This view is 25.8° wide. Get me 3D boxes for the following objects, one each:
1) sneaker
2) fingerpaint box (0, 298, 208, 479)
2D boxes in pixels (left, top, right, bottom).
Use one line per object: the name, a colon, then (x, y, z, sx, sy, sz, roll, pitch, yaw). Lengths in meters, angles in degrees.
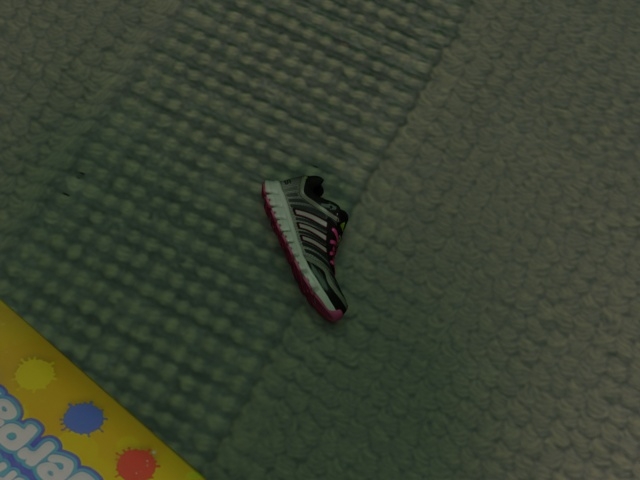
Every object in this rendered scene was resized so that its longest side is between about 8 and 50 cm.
sneaker: (0.000, 0.000, 1.412, 0.074, 0.063, 0.170, -21, 62, -8)
fingerpaint box: (-0.150, 0.303, 1.022, 0.444, 0.371, 0.163, 35, 55, 27)
